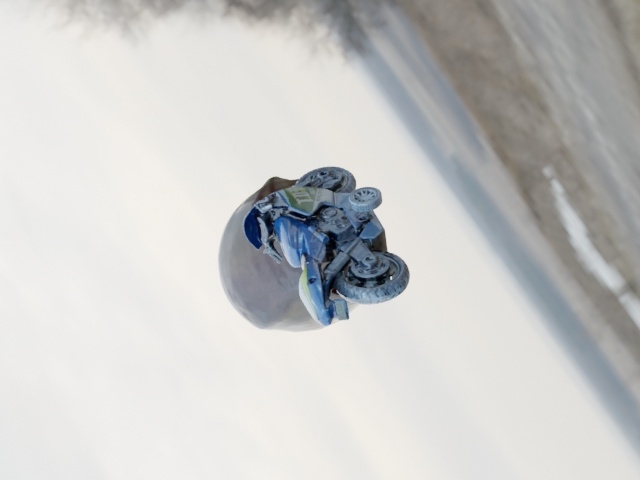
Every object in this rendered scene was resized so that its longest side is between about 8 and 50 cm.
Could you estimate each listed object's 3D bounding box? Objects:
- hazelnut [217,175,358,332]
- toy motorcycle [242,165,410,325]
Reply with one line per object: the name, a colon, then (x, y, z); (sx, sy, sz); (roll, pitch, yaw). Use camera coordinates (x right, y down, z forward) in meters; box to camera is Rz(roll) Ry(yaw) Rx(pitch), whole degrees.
hazelnut: (-0.031, 0.017, 2.104); (0.229, 0.229, 0.229); (54, -176, -5)
toy motorcycle: (0.000, 0.000, 1.574); (0.254, 0.135, 0.092); (-119, 16, -54)
